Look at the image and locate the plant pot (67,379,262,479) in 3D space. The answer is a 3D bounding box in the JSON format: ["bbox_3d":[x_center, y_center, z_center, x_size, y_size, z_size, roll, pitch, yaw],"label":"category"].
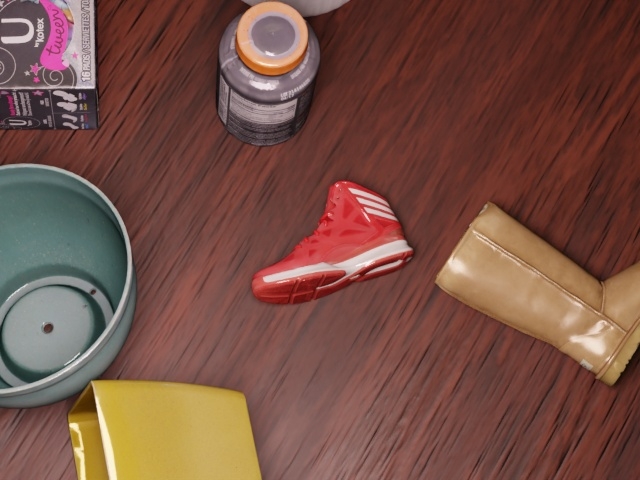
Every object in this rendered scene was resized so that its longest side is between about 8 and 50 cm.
[{"bbox_3d":[-0.182,0.276,1.773,0.187,0.212,0.212,-8,76,-20],"label":"plant pot"}]

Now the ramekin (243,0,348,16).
[{"bbox_3d":[-0.033,-0.439,2.005,0.277,0.135,0.277,1,76,-5],"label":"ramekin"}]

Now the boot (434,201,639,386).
[{"bbox_3d":[0.323,0.031,1.936,0.269,0.089,0.236,33,74,5],"label":"boot"}]

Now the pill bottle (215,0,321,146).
[{"bbox_3d":[-0.067,-0.217,1.884,0.130,0.245,0.130,1,75,-5],"label":"pill bottle"}]

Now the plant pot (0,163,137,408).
[{"bbox_3d":[-0.350,0.081,1.787,0.293,0.196,0.293,-3,64,6],"label":"plant pot"}]

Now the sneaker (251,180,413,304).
[{"bbox_3d":[0.000,0.000,1.928,0.221,0.087,0.128,-13,68,-21],"label":"sneaker"}]

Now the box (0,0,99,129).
[{"bbox_3d":[-0.362,-0.284,1.917,0.142,0.163,0.247,-2,75,-7],"label":"box"}]
